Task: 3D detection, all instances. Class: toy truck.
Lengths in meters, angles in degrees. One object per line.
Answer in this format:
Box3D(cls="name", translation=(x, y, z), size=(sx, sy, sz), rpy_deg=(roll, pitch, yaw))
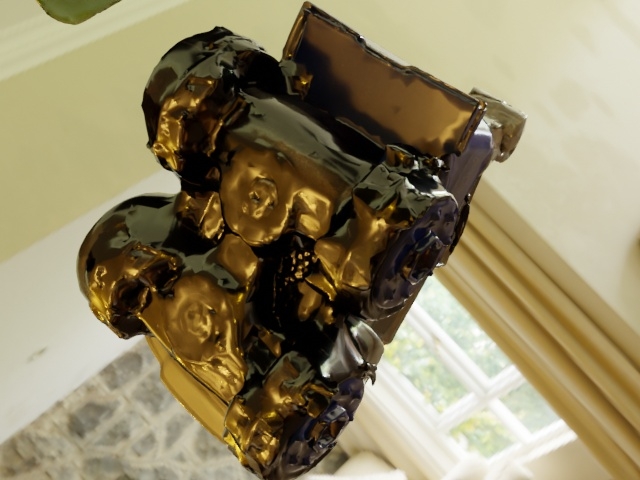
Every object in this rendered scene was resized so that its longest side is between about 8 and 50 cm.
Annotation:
Box3D(cls="toy truck", translation=(0.000, 0.000, 0.428), size=(0.177, 0.161, 0.213), rpy_deg=(-6, -51, -55))

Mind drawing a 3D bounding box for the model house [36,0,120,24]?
Box3D(cls="model house", translation=(-0.190, -0.405, 0.591), size=(0.242, 0.358, 0.313), rpy_deg=(-22, 43, 26))
